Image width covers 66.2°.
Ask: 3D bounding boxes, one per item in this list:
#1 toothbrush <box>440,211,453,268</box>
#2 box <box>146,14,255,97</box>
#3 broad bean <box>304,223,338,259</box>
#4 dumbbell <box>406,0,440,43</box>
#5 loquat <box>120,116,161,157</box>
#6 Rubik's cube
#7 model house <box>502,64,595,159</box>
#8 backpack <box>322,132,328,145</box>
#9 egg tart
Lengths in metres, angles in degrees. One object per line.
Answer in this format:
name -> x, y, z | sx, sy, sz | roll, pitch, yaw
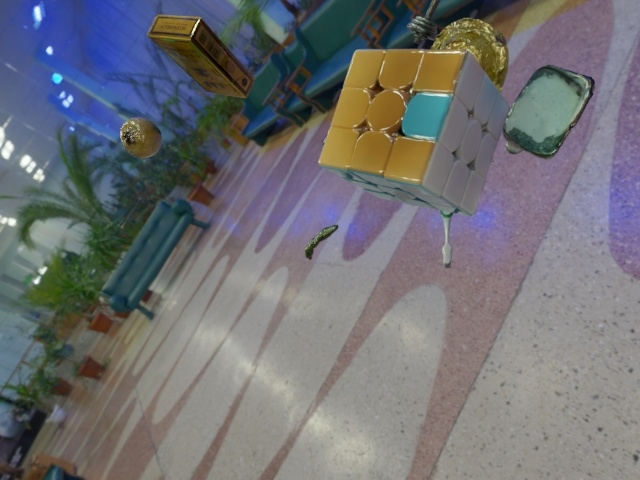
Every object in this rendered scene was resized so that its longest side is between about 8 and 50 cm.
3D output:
toothbrush -> 0.394, -0.104, 1.526 | 0.042, 0.040, 0.418 | -3, 58, 18
box -> -0.370, -0.578, 1.558 | 0.192, 0.301, 0.084 | 19, 80, 29
broad bean -> -0.007, 0.000, 1.984 | 0.195, 0.061, 0.046 | -51, 50, 19
dumbbell -> 0.382, -0.790, 1.651 | 0.110, 0.110, 0.255 | -108, 41, -62
loquat -> -0.660, -0.378, 1.806 | 0.137, 0.163, 0.163 | -13, 38, 14
Rubik's cube -> 0.222, -0.247, 1.142 | 0.291, 0.290, 0.292 | 19, 90, 38
model house -> 0.684, -0.357, 1.516 | 0.253, 0.184, 0.291 | -62, -20, 2
backpack -> 0.195, -0.344, 1.609 | 0.197, 0.317, 0.283 | -34, -21, -50
egg tart -> 0.450, -0.550, 1.557 | 0.294, 0.295, 0.116 | -36, -10, 40
